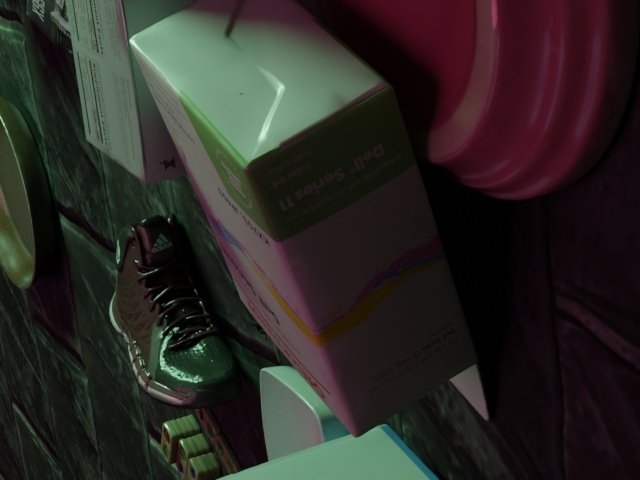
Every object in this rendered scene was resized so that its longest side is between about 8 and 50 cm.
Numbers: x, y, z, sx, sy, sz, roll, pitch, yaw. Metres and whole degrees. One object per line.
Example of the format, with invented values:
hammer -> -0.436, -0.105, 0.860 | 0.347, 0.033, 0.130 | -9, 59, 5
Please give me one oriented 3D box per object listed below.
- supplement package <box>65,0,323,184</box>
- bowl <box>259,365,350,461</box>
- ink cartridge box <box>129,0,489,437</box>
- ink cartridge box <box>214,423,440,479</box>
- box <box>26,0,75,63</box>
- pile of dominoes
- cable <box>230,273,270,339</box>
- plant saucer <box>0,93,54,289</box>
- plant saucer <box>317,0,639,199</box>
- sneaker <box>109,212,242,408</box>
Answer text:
supplement package -> -0.089, -0.206, 1.323 | 0.145, 0.204, 0.262 | 35, 136, 57
bowl -> -0.002, 0.195, 1.576 | 0.142, 0.053, 0.142 | 35, 134, 56
ink cartridge box -> 0.000, 0.000, 1.239 | 0.207, 0.119, 0.353 | 47, 164, 47
ink cartridge box -> 0.021, 0.343, 1.433 | 0.198, 0.197, 0.270 | 44, 142, 49
box -> -0.176, -0.264, 1.565 | 0.242, 0.076, 0.307 | 44, 146, 23
pile of dominoes -> -0.121, 0.324, 1.942 | 0.251, 0.040, 0.196 | 57, 151, 35
cable -> -0.049, 0.012, 1.588 | 0.150, 0.047, 0.184 | -124, 26, -46
plant saucer -> -0.453, -0.083, 2.413 | 0.310, 0.050, 0.310 | 47, 146, 48
plant saucer -> 0.083, -0.182, 1.108 | 0.332, 0.084, 0.332 | 47, 145, 47
sneaker -> -0.171, 0.062, 1.810 | 0.281, 0.106, 0.162 | 40, 136, 54
